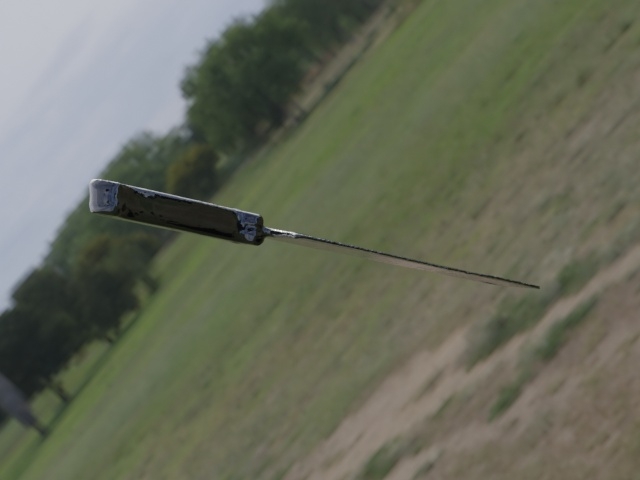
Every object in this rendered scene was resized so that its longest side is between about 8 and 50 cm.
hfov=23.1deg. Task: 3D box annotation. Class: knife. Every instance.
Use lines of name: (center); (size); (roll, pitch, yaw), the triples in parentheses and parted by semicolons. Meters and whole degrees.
knife: (0.000, 0.000, 0.827); (0.072, 0.245, 0.019); (-179, 100, -71)
